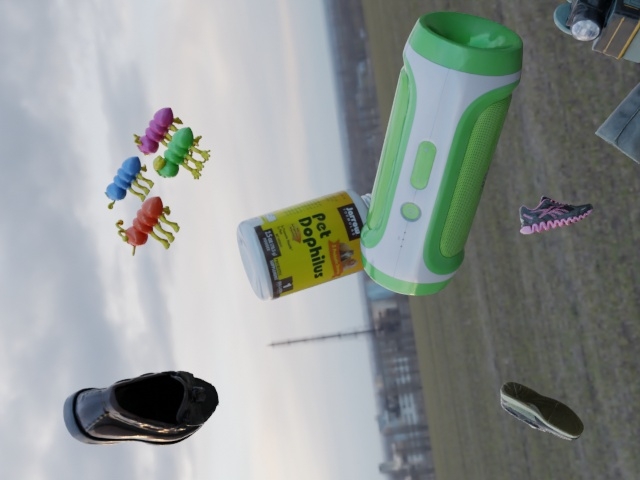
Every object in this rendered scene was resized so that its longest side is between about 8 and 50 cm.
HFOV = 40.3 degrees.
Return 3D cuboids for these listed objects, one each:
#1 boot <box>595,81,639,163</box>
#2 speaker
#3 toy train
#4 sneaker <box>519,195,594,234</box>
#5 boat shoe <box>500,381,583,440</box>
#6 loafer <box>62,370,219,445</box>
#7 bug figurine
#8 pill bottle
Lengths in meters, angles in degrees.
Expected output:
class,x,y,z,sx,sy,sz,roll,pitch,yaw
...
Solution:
class,x,y,z,sx,sy,sz,roll,pitch,yaw
boot,0.589,-0.277,1.627,0.190,0.209,0.076,48,-152,24
speaker,0.126,-0.088,0.951,0.131,0.131,0.297,-94,13,-56
toy train,0.543,-0.465,1.573,0.142,0.190,0.334,107,-175,-56
sneaker,0.374,-0.048,1.393,0.047,0.119,0.057,31,-134,-76
boat shoe,0.369,0.291,1.459,0.152,0.056,0.049,32,138,37
loafer,-0.241,0.247,1.307,0.302,0.095,0.109,8,-123,-57
bug figurine,-0.276,-0.106,1.412,0.216,0.072,0.279,-58,31,9
pill bottle,0.000,0.000,1.209,0.117,0.214,0.117,162,90,-77
